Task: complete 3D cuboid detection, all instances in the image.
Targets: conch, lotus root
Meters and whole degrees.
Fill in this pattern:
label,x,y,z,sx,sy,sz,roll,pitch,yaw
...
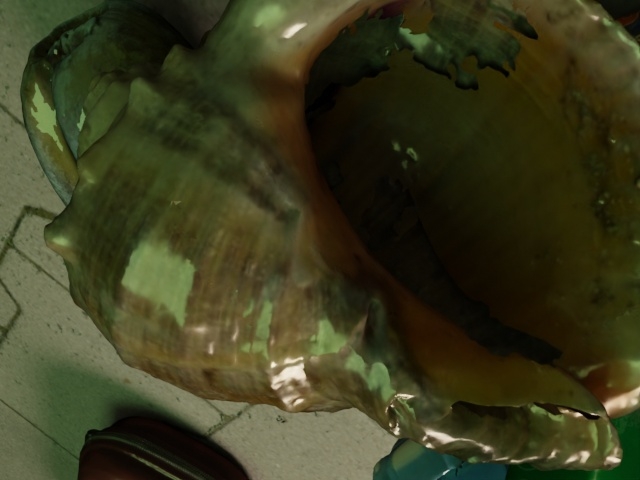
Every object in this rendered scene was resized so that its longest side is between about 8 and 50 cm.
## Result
label,x,y,z,sx,sy,sz,roll,pitch,yaw
conch,0.034,-0.022,0.421,0.352,0.210,0.297,30,106,-14
lotus root,-0.111,-0.033,0.576,0.158,0.140,0.322,12,138,40

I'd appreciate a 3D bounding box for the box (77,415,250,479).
label,x,y,z,sx,sy,sz,roll,pitch,yaw
box,-0.225,0.408,1.010,0.263,0.108,0.404,25,134,8

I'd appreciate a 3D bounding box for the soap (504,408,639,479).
label,x,y,z,sx,sy,sz,roll,pitch,yaw
soap,0.192,0.190,0.454,0.218,0.273,0.098,29,154,-9

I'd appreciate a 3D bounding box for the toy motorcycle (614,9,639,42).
label,x,y,z,sx,sy,sz,roll,pitch,yaw
toy motorcycle,0.193,-0.067,0.431,0.114,0.076,0.205,35,139,5

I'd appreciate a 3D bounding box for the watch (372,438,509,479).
label,x,y,z,sx,sy,sz,roll,pitch,yaw
watch,0.168,0.200,0.581,0.193,0.211,0.211,48,135,10
